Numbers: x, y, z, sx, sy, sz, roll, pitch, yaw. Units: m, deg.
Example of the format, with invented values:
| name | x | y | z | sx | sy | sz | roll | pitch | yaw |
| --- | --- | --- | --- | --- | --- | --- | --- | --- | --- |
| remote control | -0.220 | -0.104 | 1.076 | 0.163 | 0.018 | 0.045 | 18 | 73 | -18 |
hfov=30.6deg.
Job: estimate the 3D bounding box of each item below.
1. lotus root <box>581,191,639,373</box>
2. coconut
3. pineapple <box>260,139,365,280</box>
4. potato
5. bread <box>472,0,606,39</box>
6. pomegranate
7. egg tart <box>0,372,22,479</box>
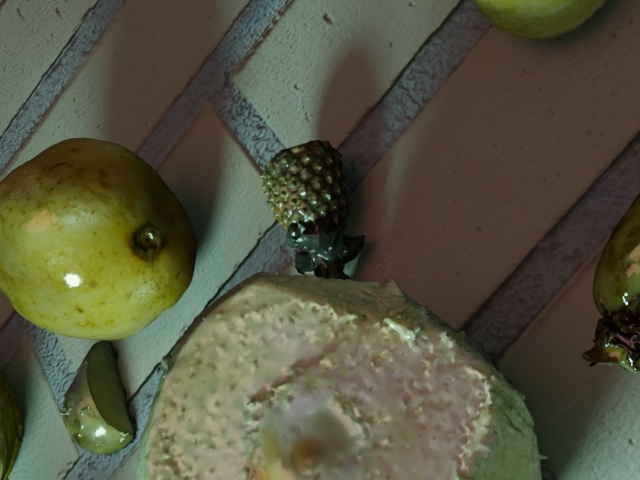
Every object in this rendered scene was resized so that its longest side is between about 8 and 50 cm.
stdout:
| name | x | y | z | sx | sy | sz | roll | pitch | yaw |
| --- | --- | --- | --- | --- | --- | --- | --- | --- | --- |
| lotus root | 0.368 | 0.009 | 1.108 | 0.169 | 0.141 | 0.314 | 31 | 86 | 41 |
| coconut | 0.025 | 0.246 | 1.195 | 0.405 | 0.404 | 0.404 | -16 | 64 | 37 |
| pineapple | 0.000 | 0.000 | 1.473 | 0.125 | 0.125 | 0.251 | -29 | 67 | 31 |
| potato | -0.342 | 0.230 | 1.690 | 0.100 | 0.089 | 0.172 | -38 | 54 | 28 |
| bread | 0.242 | -0.331 | 1.326 | 0.197 | 0.170 | 0.197 | -6 | 78 | 30 |
| pomegranate | -0.315 | 0.004 | 1.622 | 0.307 | 0.307 | 0.307 | -16 | 64 | 37 |
| egg tart | -0.583 | 0.314 | 1.831 | 0.351 | 0.153 | 0.339 | -1 | 75 | 41 |
